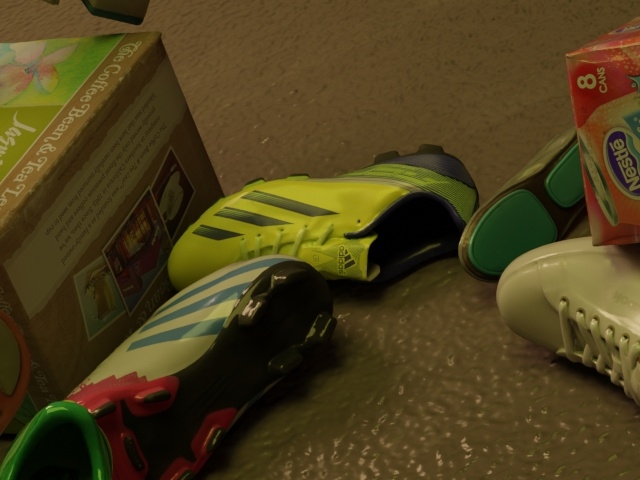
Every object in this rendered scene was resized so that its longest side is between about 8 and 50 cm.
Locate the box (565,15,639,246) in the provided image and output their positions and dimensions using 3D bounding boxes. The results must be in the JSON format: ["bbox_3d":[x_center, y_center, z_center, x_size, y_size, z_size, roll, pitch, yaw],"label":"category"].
[{"bbox_3d":[0.299,-0.102,1.484,0.142,0.154,0.300,-6,10,21],"label":"box"}]

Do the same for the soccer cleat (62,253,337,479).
[{"bbox_3d":[-0.130,0.127,1.548,0.331,0.116,0.143,-37,20,-27],"label":"soccer cleat"}]

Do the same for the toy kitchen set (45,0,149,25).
[{"bbox_3d":[-0.286,-0.203,1.743,0.207,0.166,0.122,11,21,-24],"label":"toy kitchen set"}]

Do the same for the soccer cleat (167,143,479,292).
[{"bbox_3d":[0.000,-0.001,1.661,0.289,0.093,0.121,-17,40,7],"label":"soccer cleat"}]

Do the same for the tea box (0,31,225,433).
[{"bbox_3d":[-0.309,-0.010,1.723,0.323,0.220,0.329,-1,37,27],"label":"tea box"}]

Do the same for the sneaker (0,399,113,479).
[{"bbox_3d":[-0.204,0.247,1.309,0.109,0.123,0.295,5,64,-5],"label":"sneaker"}]

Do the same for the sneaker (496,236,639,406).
[{"bbox_3d":[0.241,0.076,1.398,0.290,0.106,0.123,9,41,36],"label":"sneaker"}]

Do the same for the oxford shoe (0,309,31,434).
[{"bbox_3d":[-0.352,0.209,1.342,0.146,0.140,0.397,-38,10,48],"label":"oxford shoe"}]

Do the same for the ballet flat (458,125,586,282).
[{"bbox_3d":[0.184,-0.028,1.636,0.213,0.072,0.068,-40,10,-29],"label":"ballet flat"}]
